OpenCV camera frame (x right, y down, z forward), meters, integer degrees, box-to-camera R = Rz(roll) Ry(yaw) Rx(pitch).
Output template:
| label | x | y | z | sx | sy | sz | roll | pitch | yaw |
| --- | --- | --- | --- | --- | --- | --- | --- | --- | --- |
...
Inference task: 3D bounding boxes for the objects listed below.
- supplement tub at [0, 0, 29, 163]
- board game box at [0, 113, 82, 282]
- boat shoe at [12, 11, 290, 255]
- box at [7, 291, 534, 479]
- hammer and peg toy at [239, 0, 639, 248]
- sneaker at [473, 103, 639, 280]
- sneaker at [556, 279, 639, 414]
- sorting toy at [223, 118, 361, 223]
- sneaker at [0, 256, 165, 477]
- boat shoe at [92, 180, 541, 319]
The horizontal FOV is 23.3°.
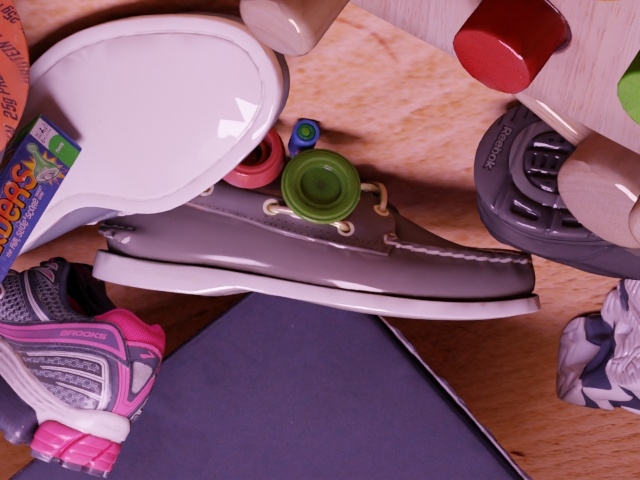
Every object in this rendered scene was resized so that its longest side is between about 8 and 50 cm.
| label | x | y | z | sx | sy | sz | roll | pitch | yaw |
| --- | --- | --- | --- | --- | --- | --- | --- | --- | --- |
| supplement tub | -0.300 | -0.057 | 0.865 | 0.194 | 0.193 | 0.316 | 20 | 154 | -31 |
| board game box | -0.234 | 0.019 | 0.926 | 0.035 | 0.136 | 0.201 | 41 | 135 | -20 |
| boat shoe | -0.130 | -0.069 | 0.967 | 0.319 | 0.116 | 0.099 | -23 | -172 | 39 |
| box | -0.105 | 0.324 | 1.308 | 0.297 | 0.480 | 0.472 | 48 | 163 | 13 |
| hammer and peg toy | 0.081 | -0.107 | 0.611 | 0.266 | 0.127 | 0.361 | 30 | 158 | 12 |
| sneaker | 0.234 | -0.016 | 0.976 | 0.286 | 0.109 | 0.130 | 15 | 165 | 3 |
| sneaker | 0.294 | 0.093 | 1.215 | 0.153 | 0.094 | 0.235 | 9 | 158 | -11 |
| sorting toy | -0.022 | -0.045 | 1.001 | 0.102 | 0.061 | 0.042 | 30 | 158 | 3 |
| sneaker | -0.209 | 0.052 | 1.116 | 0.299 | 0.112 | 0.121 | 35 | -175 | 41 |
| boat shoe | 0.000 | 0.000 | 1.049 | 0.305 | 0.091 | 0.109 | 6 | 179 | 5 |
